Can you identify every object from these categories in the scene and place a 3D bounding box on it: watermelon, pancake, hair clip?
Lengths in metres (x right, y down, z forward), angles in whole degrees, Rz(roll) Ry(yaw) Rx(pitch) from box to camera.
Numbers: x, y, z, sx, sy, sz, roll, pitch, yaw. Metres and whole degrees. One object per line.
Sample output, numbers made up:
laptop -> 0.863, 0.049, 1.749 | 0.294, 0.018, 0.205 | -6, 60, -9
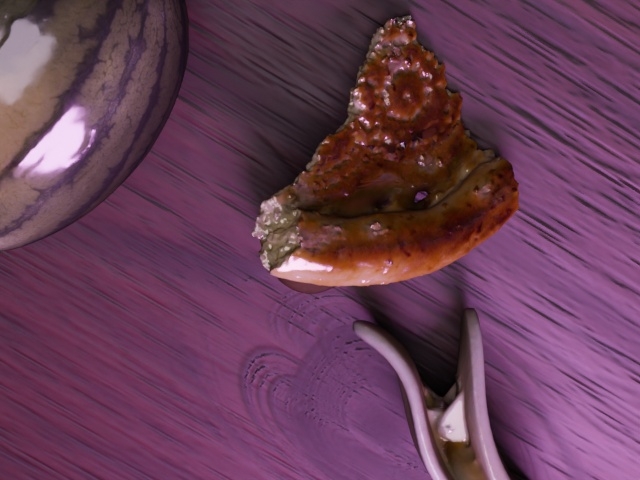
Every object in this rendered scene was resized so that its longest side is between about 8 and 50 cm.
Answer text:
watermelon -> -0.259, -0.157, 1.491 | 0.279, 0.279, 0.359 | 40, 107, -10
pancake -> 0.063, -0.083, 1.570 | 0.266, 0.057, 0.244 | -2, 90, -28
hair clip -> 0.135, 0.185, 1.650 | 0.113, 0.172, 0.282 | -23, 96, 1

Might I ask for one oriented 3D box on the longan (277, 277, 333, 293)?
longan -> 0.000, 0.000, 1.629 | 0.106, 0.106, 0.119 | -49, 141, 14
